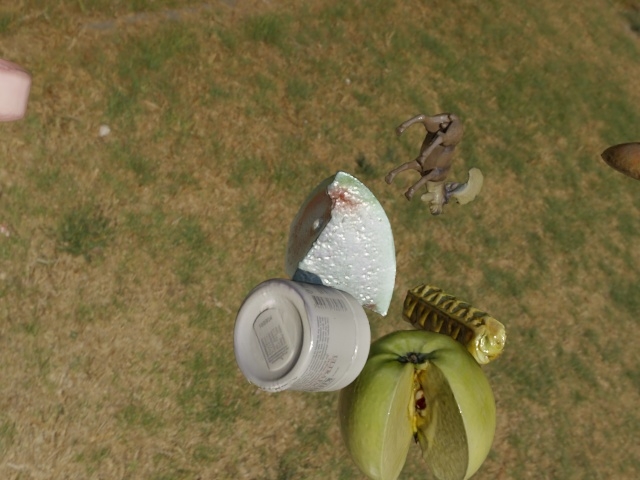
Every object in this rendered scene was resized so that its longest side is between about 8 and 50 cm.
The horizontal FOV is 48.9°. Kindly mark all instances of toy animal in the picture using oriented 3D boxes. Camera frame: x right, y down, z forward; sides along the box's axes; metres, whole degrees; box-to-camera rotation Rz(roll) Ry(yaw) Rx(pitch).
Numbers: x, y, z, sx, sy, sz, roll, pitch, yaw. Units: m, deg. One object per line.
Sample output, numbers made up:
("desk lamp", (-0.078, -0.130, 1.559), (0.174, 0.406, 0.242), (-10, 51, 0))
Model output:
("toy animal", (0.203, -0.119, 1.198), (0.186, 0.214, 0.093), (-21, 47, -37))

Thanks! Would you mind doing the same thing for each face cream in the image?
("face cream", (-0.032, 0.155, 1.139), (0.153, 0.177, 0.177), (13, 51, -48))

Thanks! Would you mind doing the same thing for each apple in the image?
("apple", (0.172, 0.303, 1.278), (0.291, 0.254, 0.292), (-3, 28, 2))

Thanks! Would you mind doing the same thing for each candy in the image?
("candy", (-0.559, -0.244, 1.037), (0.255, 0.255, 0.094), (12, 96, -25))

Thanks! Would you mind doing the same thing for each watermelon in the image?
("watermelon", (0.000, 0.000, 1.391), (0.213, 0.320, 0.289), (-32, 34, -26))

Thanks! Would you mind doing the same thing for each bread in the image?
("bread", (0.270, 0.167, 1.431), (0.098, 0.269, 0.087), (-28, 117, -19))

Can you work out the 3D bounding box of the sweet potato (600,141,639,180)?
("sweet potato", (0.585, -0.100, 1.017), (0.092, 0.341, 0.114), (33, 60, -55))
